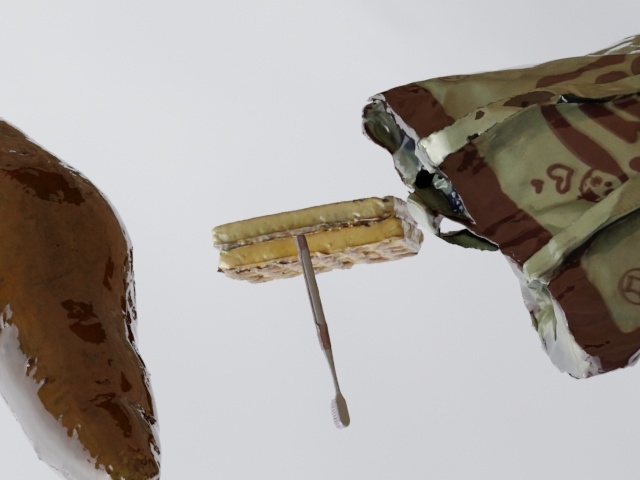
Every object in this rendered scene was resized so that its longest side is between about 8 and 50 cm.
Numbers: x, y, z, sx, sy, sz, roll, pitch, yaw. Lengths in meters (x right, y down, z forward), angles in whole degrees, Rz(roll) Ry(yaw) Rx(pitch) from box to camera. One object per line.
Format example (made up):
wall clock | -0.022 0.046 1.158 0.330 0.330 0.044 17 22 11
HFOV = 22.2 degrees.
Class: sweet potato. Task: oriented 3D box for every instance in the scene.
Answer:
sweet potato | -0.153 0.015 0.872 0.112 0.112 0.359 7 -144 -45

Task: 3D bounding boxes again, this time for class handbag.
handbag | 0.171 -0.036 0.856 0.235 0.127 0.213 -16 -131 -30

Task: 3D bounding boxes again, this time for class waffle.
waffle | 0.000 0.000 1.250 0.102 0.148 0.042 22 -122 -74

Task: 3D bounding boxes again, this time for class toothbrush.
toothbrush | 0.000 0.043 0.775 0.006 0.008 0.097 -3 -108 -32
